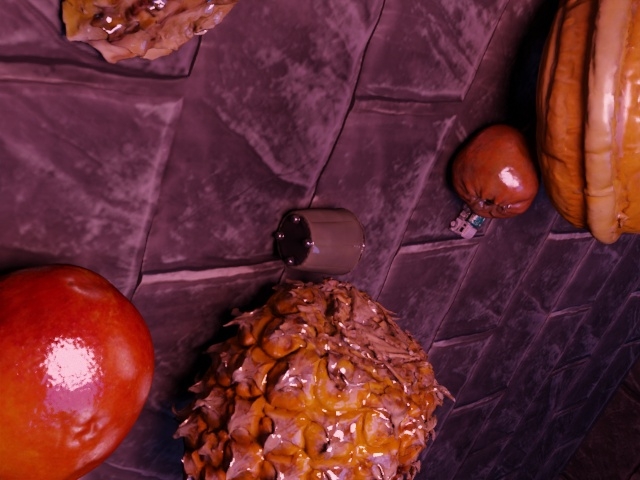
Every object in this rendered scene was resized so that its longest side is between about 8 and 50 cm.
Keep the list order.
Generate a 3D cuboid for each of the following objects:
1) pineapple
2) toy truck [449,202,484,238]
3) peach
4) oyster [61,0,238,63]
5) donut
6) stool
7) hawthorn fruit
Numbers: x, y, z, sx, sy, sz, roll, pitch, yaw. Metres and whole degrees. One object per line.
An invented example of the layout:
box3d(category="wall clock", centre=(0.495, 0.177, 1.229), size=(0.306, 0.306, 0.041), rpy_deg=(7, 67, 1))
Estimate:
box3d(category="pineapple", centre=(-0.004, 0.225, 0.969), size=(0.352, 0.352, 0.300), rpy_deg=(14, 120, -50))
box3d(category="toy truck", centre=(0.269, -0.042, 1.244), size=(0.039, 0.044, 0.083), rpy_deg=(22, 105, -49))
box3d(category="peach", centre=(-0.288, 0.129, 0.699), size=(0.244, 0.199, 0.243), rpy_deg=(-15, 124, -24))
box3d(category="oyster", centre=(-0.122, -0.253, 0.633), size=(0.214, 0.083, 0.222), rpy_deg=(-5, 132, -40))
box3d(category="donut", centre=(0.456, -0.215, 1.069), size=(0.449, 0.198, 0.448), rpy_deg=(-24, 118, -56))
box3d(category="stool", centre=(0.000, 0.000, 0.967), size=(0.110, 0.096, 0.096), rpy_deg=(1, 121, -42))
box3d(category="hawthorn fruit", centre=(0.285, -0.119, 1.140), size=(0.189, 0.149, 0.149), rpy_deg=(-71, 166, -46))
